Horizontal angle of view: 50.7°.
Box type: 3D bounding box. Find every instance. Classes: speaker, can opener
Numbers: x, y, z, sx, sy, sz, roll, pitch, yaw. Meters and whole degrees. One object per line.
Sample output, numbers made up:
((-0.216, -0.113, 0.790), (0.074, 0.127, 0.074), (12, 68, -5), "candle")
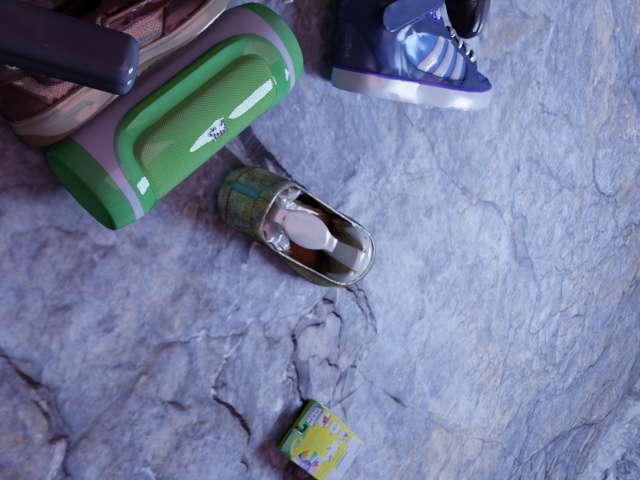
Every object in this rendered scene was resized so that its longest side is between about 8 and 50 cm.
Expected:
((-0.156, -0.147, 0.767), (0.296, 0.131, 0.131), (-45, 131, -22), "speaker")
((-0.293, -0.210, 0.574), (0.283, 0.076, 0.095), (13, 84, -16), "can opener")

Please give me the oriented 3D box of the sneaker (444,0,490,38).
((0.191, -0.418, 1.027), (0.130, 0.087, 0.228), (-24, 118, -33), "sneaker")

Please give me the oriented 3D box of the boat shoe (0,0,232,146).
((-0.206, -0.249, 0.690), (0.342, 0.123, 0.123), (-45, 132, -14), "boat shoe")

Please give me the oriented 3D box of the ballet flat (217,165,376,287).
((0.000, 0.000, 0.979), (0.348, 0.123, 0.123), (31, 84, -46), "ballet flat")

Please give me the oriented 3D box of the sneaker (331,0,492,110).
((0.161, -0.325, 0.997), (0.322, 0.130, 0.236), (-3, 112, -37), "sneaker")

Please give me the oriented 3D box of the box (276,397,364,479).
((-0.002, 0.348, 1.159), (0.105, 0.043, 0.179), (-52, 136, -16), "box")

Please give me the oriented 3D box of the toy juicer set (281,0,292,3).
((-0.116, -0.415, 0.700), (0.329, 0.089, 0.209), (53, 35, -26), "toy juicer set")
